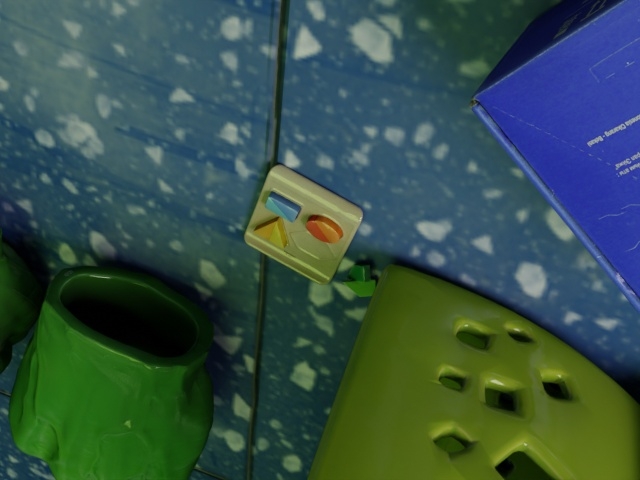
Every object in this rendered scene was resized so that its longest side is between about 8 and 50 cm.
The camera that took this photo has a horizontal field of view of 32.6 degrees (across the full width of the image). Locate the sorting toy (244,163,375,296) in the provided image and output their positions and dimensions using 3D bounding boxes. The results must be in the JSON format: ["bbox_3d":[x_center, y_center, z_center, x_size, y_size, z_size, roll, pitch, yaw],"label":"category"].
[{"bbox_3d":[0.000,0.000,0.607,0.083,0.012,0.062,29,133,3],"label":"sorting toy"}]

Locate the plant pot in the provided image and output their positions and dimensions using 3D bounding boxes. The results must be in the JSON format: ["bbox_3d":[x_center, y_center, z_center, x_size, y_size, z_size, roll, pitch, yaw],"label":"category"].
[{"bbox_3d":[0.090,0.182,0.571,0.207,0.228,0.227,14,132,7],"label":"plant pot"}]

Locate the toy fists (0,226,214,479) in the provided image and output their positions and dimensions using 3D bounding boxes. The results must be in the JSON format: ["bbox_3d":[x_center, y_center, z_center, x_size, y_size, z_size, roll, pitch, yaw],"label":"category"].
[{"bbox_3d":[-0.192,0.062,0.704,0.279,0.096,0.142,25,123,9],"label":"toy fists"}]

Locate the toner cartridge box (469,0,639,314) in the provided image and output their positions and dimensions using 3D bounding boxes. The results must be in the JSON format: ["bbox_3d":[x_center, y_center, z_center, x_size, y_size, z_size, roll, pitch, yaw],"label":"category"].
[{"bbox_3d":[0.229,-0.077,0.352,0.165,0.075,0.348,48,138,-11],"label":"toner cartridge box"}]
